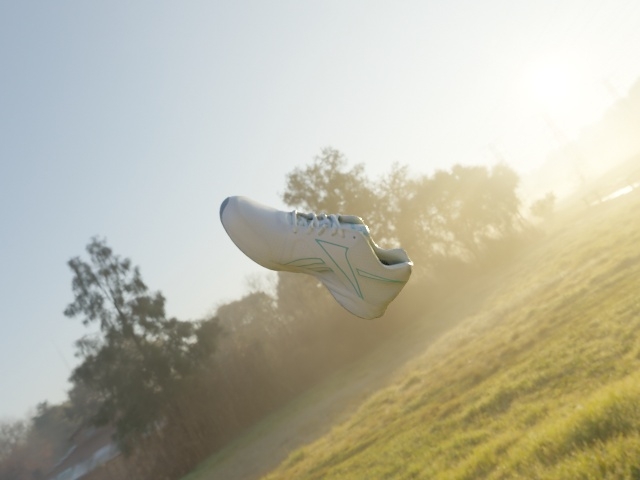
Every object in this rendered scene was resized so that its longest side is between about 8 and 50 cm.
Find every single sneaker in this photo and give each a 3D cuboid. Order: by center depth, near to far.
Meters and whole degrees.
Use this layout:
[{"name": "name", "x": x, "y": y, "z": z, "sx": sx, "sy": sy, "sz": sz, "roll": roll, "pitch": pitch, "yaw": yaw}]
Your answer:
[{"name": "sneaker", "x": 0.000, "y": 0.000, "z": 0.425, "sx": 0.061, "sy": 0.152, "sz": 0.053, "roll": -51, "pitch": 21, "yaw": 31}]
